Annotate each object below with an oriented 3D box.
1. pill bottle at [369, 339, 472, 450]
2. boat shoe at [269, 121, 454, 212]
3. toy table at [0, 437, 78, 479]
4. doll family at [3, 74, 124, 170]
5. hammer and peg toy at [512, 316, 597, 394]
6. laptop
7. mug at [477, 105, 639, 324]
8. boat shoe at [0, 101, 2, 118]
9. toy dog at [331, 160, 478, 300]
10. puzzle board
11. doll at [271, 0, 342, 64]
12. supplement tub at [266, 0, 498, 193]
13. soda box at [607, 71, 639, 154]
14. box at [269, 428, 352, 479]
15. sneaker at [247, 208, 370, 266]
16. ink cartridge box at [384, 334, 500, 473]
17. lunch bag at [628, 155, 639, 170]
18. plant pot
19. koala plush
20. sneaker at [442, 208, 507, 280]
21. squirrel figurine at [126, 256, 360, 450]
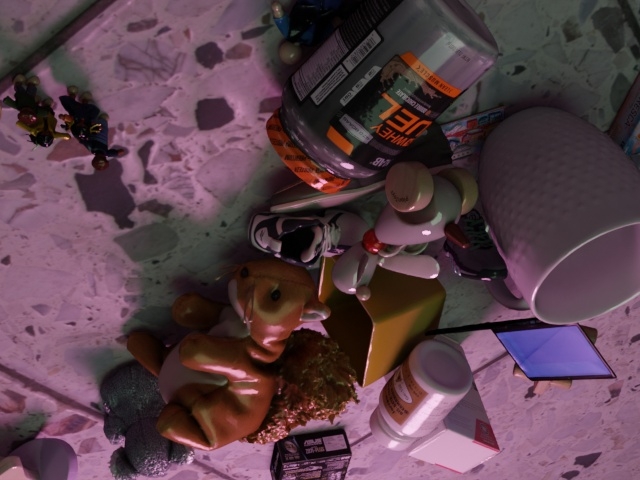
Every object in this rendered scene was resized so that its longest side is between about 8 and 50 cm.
[{"bbox_3d":[0.189,0.311,1.817,0.131,0.131,0.229,7,135,-27],"label":"pill bottle"},{"bbox_3d":[0.067,-0.125,1.620,0.335,0.096,0.112,-14,174,-2],"label":"boat shoe"},{"bbox_3d":[-0.656,0.512,1.915,0.274,0.252,0.160,-48,149,17],"label":"toy table"},{"bbox_3d":[-0.378,-0.170,1.370,0.192,0.111,0.076,8,131,-28],"label":"doll family"},{"bbox_3d":[0.506,0.124,1.903,0.127,0.266,0.361,13,142,6],"label":"hammer and peg toy"},{"bbox_3d":[0.380,0.218,1.766,0.264,0.137,0.234,-4,173,-33],"label":"laptop"},{"bbox_3d":[0.403,-0.034,1.643,0.276,0.328,0.374,2,138,-30],"label":"mug"},{"bbox_3d":[-0.572,-0.112,1.373,0.285,0.089,0.104,-42,133,22],"label":"boat shoe"},{"bbox_3d":[0.153,0.009,1.570,0.220,0.161,0.334,-14,150,-21],"label":"toy dog"},{"bbox_3d":[0.276,-0.189,1.675,0.128,0.011,0.096,-17,138,-3],"label":"puzzle board"},{"bbox_3d":[-0.015,-0.341,1.376,0.129,0.046,0.189,0,142,-34],"label":"doll"},{"bbox_3d":[0.085,-0.239,1.402,0.207,0.207,0.338,25,122,-39],"label":"supplement tub"},{"bbox_3d":[0.601,-0.246,1.699,0.058,0.063,0.183,-2,135,-19],"label":"soda box"},{"bbox_3d":[-0.025,0.551,2.292,0.180,0.078,0.147,-5,136,-16],"label":"box"},{"bbox_3d":[0.000,0.000,1.648,0.234,0.153,0.094,8,104,-24],"label":"sneaker"},{"bbox_3d":[0.256,0.344,2.030,0.117,0.283,0.207,-39,135,25],"label":"ink cartridge box"},{"bbox_3d":[0.710,-0.146,1.831,0.218,0.090,0.176,-11,135,-12],"label":"lunch bag"},{"bbox_3d":[0.126,0.126,1.819,0.187,0.212,0.212,-16,139,-20],"label":"plant pot"},{"bbox_3d":[-0.358,0.388,1.886,0.196,0.221,0.203,-13,138,-6],"label":"koala plush"},{"bbox_3d":[0.261,0.001,1.592,0.083,0.224,0.098,-2,105,-12],"label":"sneaker"},{"bbox_3d":[-0.110,0.209,1.778,0.397,0.281,0.370,33,103,-31],"label":"squirrel figurine"}]
